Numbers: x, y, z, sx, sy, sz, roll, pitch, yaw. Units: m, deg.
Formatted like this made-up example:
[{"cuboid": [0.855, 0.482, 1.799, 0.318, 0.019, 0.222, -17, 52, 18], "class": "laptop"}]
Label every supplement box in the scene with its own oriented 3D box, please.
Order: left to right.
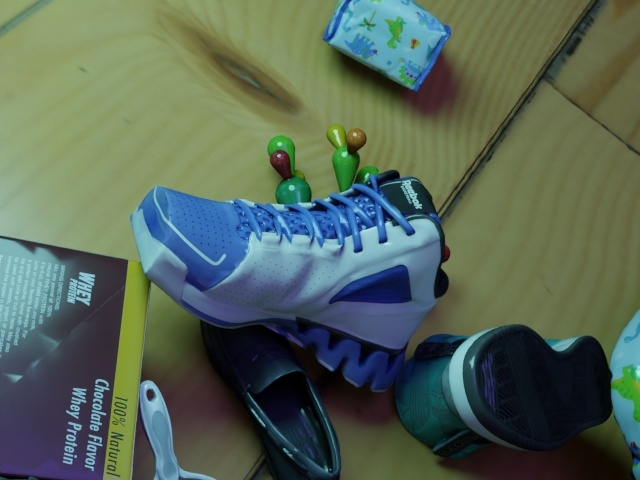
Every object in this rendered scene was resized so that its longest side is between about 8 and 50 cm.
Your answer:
[{"cuboid": [-0.249, 0.111, 0.792, 0.194, 0.129, 0.191, 11, 58, -18], "class": "supplement box"}]

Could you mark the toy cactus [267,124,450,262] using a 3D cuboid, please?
[{"cuboid": [0.015, -0.014, 1.017, 0.219, 0.112, 0.180, 45, 63, -5], "class": "toy cactus"}]

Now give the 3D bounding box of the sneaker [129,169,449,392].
[{"cuboid": [0.001, 0.001, 0.886, 0.315, 0.182, 0.127, 28, 19, -35], "class": "sneaker"}]

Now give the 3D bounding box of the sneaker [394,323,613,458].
[{"cuboid": [0.137, 0.137, 0.917, 0.295, 0.178, 0.123, 12, 67, -56], "class": "sneaker"}]

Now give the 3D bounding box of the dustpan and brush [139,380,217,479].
[{"cuboid": [-0.118, 0.217, 0.801, 0.147, 0.060, 0.211, -14, 83, -31], "class": "dustpan and brush"}]

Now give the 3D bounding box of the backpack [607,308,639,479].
[{"cuboid": [0.432, 0.142, 0.992, 0.356, 0.273, 0.290, -18, 92, -32], "class": "backpack"}]

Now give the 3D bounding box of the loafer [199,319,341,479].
[{"cuboid": [-0.042, 0.126, 0.910, 0.076, 0.078, 0.223, -17, 70, -32], "class": "loafer"}]

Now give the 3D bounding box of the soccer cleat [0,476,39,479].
[{"cuboid": [-0.303, 0.260, 0.647, 0.318, 0.108, 0.116, -20, 37, -17], "class": "soccer cleat"}]

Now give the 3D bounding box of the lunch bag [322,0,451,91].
[{"cuboid": [0.077, -0.251, 1.181, 0.129, 0.096, 0.151, 28, 25, -8], "class": "lunch bag"}]
